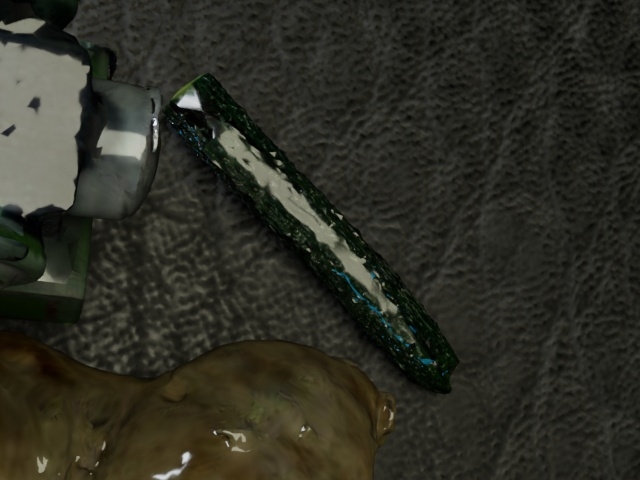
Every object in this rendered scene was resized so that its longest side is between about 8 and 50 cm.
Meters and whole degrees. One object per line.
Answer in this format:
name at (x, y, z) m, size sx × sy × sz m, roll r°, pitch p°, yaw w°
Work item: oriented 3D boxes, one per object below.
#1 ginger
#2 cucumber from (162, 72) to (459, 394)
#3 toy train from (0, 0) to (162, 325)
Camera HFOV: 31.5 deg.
ginger at (-0.112, 0.142, 0.570) m, size 0.375 × 0.176 × 0.256 m, roll 18°, pitch 54°, yaw -4°
cucumber at (0.001, -0.001, 0.710) m, size 0.043 × 0.044 × 0.257 m, roll -43°, pitch 94°, yaw -9°
toy train at (-0.236, -0.050, 0.538) m, size 0.307 × 0.249 × 0.174 m, roll 6°, pitch 78°, yaw -14°
